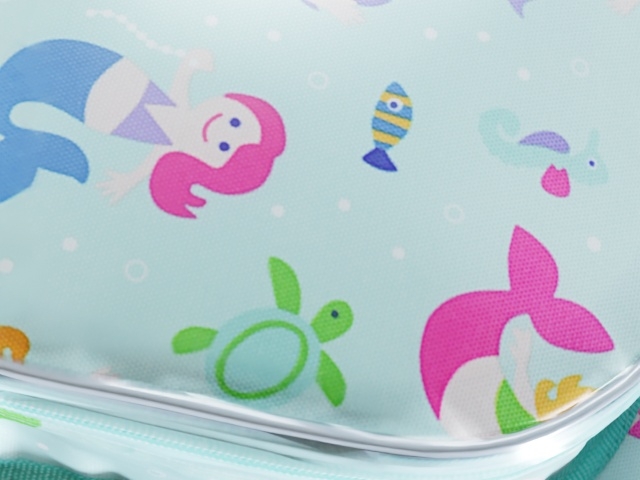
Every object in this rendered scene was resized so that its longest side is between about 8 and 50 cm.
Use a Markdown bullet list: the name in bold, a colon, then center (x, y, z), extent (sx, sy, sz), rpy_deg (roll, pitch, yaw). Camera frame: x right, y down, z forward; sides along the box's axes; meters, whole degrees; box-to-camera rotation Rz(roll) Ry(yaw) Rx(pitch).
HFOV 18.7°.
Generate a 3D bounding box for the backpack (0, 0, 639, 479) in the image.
- **backpack**: center (0.000, 0.000, 0.439), extent (0.191, 0.253, 0.225), rpy_deg (125, -16, -61)
